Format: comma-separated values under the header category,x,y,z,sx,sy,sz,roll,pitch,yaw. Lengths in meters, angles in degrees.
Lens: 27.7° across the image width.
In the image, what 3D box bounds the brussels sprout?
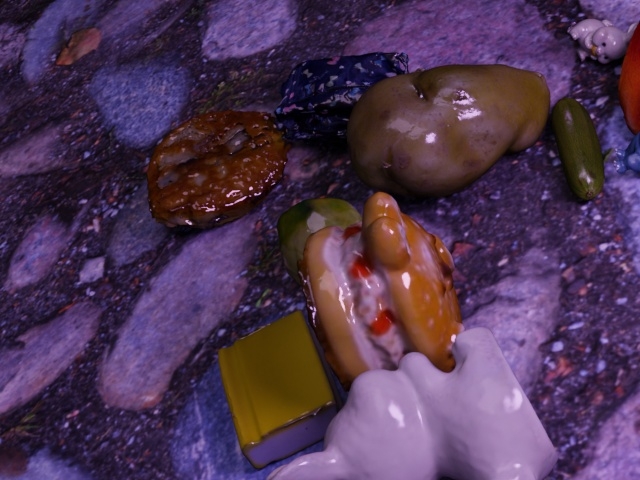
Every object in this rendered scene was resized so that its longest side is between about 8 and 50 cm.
category,x,y,z,sx,sy,sz,roll,pitch,yaw
brussels sprout,0.001,-0.004,2.086,0.151,0.122,0.149,-31,37,-2

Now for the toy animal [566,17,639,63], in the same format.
category,x,y,z,sx,sy,sz,roll,pitch,yaw
toy animal,0.479,-0.330,2.170,0.085,0.071,0.124,-22,28,-18

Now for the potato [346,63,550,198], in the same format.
category,x,y,z,sx,sy,sz,roll,pitch,yaw
potato,0.212,-0.187,2.098,0.351,0.202,0.218,-25,27,-14

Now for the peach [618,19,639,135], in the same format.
category,x,y,z,sx,sy,sz,roll,pitch,yaw
peach,0.558,-0.284,2.009,0.159,0.154,0.267,15,57,39

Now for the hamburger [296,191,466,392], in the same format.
category,x,y,z,sx,sy,sz,roll,pitch,yaw
hamburger,0.095,0.067,1.815,0.186,0.302,0.261,-22,32,16

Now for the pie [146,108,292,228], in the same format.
category,x,y,z,sx,sy,sz,roll,pitch,yaw
pie,-0.192,-0.136,2.367,0.308,0.085,0.308,-14,40,12

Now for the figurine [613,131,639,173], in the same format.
category,x,y,z,sx,sy,sz,roll,pitch,yaw
figurine,0.515,-0.159,1.926,0.178,0.144,0.114,-23,36,27

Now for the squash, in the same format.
category,x,y,z,sx,sy,sz,roll,pitch,yaw
squash,0.402,-0.158,2.042,0.066,0.066,0.252,-19,42,14

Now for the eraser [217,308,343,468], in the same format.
category,x,y,z,sx,sy,sz,roll,pitch,yaw
eraser,-0.061,0.220,1.937,0.158,0.069,0.226,-26,40,2

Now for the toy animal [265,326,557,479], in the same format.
category,x,y,z,sx,sy,sz,roll,pitch,yaw
toy animal,0.114,0.281,1.674,0.368,0.196,0.241,-18,44,11

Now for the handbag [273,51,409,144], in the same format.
category,x,y,z,sx,sy,sz,roll,pitch,yaw
handbag,0.044,-0.250,2.314,0.260,0.113,0.162,-4,41,19
